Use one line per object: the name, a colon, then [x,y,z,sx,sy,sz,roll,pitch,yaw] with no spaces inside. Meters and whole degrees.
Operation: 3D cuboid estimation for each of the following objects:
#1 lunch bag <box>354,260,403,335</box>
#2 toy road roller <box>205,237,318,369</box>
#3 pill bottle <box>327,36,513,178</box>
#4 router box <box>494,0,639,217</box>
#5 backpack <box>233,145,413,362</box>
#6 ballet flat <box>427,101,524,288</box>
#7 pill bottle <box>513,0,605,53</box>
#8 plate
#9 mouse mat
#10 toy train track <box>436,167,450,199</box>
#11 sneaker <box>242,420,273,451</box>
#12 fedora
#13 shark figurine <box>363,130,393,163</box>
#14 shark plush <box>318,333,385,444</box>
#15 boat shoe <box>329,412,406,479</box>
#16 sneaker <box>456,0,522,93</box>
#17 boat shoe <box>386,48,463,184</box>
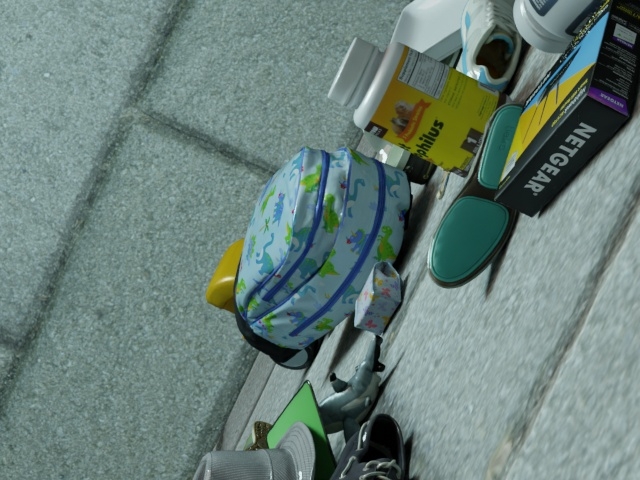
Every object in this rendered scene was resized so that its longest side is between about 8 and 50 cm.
lunch bag: [0.082,0.078,1.603,0.083,0.053,0.071,-88,20,-54]
toy road roller: [-0.070,0.066,2.184,0.202,0.240,0.329,-71,7,-49]
pill bottle: [0.122,-0.169,1.431,0.117,0.215,0.117,-155,90,-86]
router box: [0.228,-0.120,1.040,0.179,0.046,0.133,122,171,-56]
backpack: [0.000,0.000,1.813,0.355,0.273,0.290,-20,46,48]
ballet flat: [0.175,-0.039,1.184,0.213,0.072,0.068,-65,-23,-11]
pill bottle: [0.251,-0.251,1.083,0.108,0.108,0.180,-66,5,-20]
plate: [0.229,-0.369,1.814,0.277,0.045,0.278,-29,23,30]
mouse mat: [-0.023,0.279,1.455,0.190,0.007,0.153,121,137,-53]
toy train track: [0.177,-0.091,1.658,0.048,0.014,0.083,120,173,-47]
sneaker: [-0.117,0.407,2.073,0.192,0.064,0.086,-77,6,-71]
fedora: [-0.101,0.348,1.389,0.244,0.124,0.276,-138,59,-74]
shark figurine: [0.136,-0.207,2.146,0.166,0.116,0.278,130,163,-67]
shark plush: [0.036,0.188,1.427,0.073,0.067,0.161,-70,7,-52]
boat shoe: [0.045,0.226,1.095,0.206,0.075,0.065,-64,-2,-74]
sneaker: [0.238,-0.272,1.566,0.092,0.087,0.229,-45,26,56]
boat shoe: [0.182,-0.199,1.822,0.228,0.068,0.081,-64,16,8]
